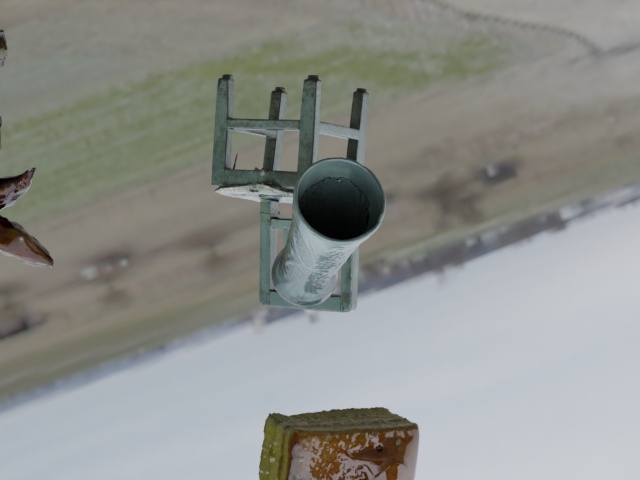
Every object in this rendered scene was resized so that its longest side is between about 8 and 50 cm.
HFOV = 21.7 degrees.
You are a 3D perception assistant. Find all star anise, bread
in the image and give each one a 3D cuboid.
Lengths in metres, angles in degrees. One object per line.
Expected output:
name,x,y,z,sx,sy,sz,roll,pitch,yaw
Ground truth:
star anise,-0.384,-0.016,1.774,0.212,0.196,0.111,-46,-170,-32
bread,0.015,0.327,2.040,0.184,0.234,0.110,2,-165,-28

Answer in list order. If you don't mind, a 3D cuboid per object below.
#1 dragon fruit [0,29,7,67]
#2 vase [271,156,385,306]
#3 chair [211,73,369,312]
dragon fruit,-0.397,-0.051,1.396,0.250,0.269,0.291,8,174,-5
vase,0.000,0.000,1.785,0.096,0.096,0.219,-21,163,-19
chair,-0.039,-0.053,1.956,0.136,0.271,0.147,5,180,28
